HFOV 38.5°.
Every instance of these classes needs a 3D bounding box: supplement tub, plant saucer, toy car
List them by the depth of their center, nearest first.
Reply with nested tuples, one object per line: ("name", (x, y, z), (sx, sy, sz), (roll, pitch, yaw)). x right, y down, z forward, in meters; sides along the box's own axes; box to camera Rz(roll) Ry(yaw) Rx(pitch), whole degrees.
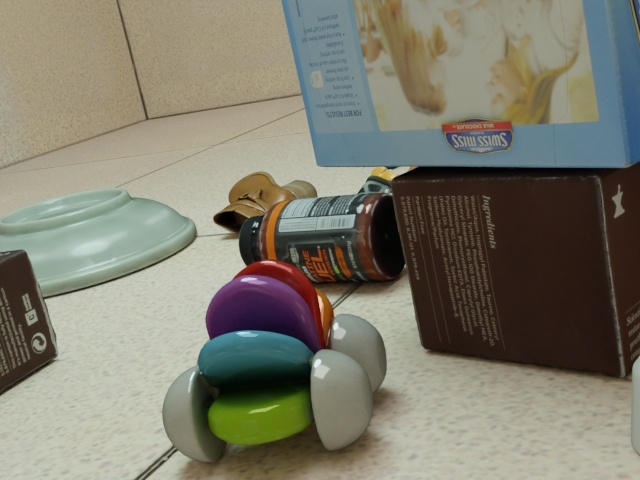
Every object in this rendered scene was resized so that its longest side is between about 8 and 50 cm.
("toy car", (-0.039, 0.087, 0.725), (0.159, 0.136, 0.182), (-8, 15, 15))
("supplement tub", (0.000, 0.000, 1.099), (0.198, 0.106, 0.106), (-4, 16, 33))
("plant saucer", (-0.407, -0.011, 1.488), (0.401, 0.100, 0.400), (-11, 15, 3))

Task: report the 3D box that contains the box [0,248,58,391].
("box", (-0.469, 0.134, 0.901), (0.191, 0.143, 0.381), (-4, 18, 27))

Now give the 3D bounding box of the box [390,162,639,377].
("box", (0.199, 0.001, 0.801), (0.203, 0.166, 0.169), (3, 20, 45))

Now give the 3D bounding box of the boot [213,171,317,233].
("boot", (-0.121, -0.056, 1.489), (0.197, 0.072, 0.152), (-2, 21, 44))

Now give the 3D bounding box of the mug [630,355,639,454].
("mug", (0.229, 0.100, 0.601), (0.062, 0.064, 0.078), (-13, 14, -1))

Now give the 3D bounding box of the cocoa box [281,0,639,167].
("cocoa box", (0.159, -0.195, 0.776), (0.228, 0.231, 0.347), (-23, 17, -36))

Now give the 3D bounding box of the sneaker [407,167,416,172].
("sneaker", (0.272, -0.046, 1.075), (0.321, 0.124, 0.180), (-11, 29, -27))

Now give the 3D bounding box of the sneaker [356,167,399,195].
("sneaker", (0.113, -0.033, 1.217), (0.083, 0.084, 0.215), (-45, 28, -10))
